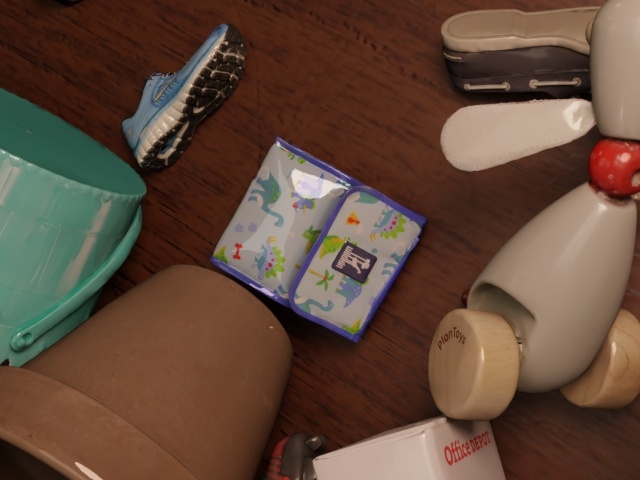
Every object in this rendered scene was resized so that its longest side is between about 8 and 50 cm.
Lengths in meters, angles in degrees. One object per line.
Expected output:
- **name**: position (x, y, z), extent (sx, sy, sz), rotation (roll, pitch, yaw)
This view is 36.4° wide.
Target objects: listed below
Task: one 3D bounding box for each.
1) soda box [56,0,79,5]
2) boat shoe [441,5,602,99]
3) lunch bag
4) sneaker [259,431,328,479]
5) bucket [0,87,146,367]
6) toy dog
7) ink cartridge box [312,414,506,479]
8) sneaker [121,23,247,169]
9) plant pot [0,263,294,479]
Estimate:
- **soda box**: position (-0.272, -0.335, 1.006), extent (0.060, 0.053, 0.169), rotation (-18, 81, 20)
- **boat shoe**: position (0.204, -0.151, 0.809), extent (0.206, 0.075, 0.065), rotation (6, 132, 17)
- **lunch bag**: position (0.000, 0.000, 0.857), extent (0.151, 0.096, 0.129), rotation (31, 96, 7)
- **sneaker**: position (-0.058, 0.301, 0.853), extent (0.135, 0.097, 0.276), rotation (7, 87, 26)
- **bucket**: position (-0.305, -0.025, 0.888), extent (0.281, 0.281, 0.183), rotation (35, 100, 20)
- **toy dog**: position (0.181, -0.019, 0.742), extent (0.334, 0.220, 0.161), rotation (-58, 30, 10)
- **ink cartridge box**: position (0.095, 0.260, 0.753), extent (0.100, 0.172, 0.237), rotation (-18, 80, 21)
- **sneaker**: position (-0.139, -0.148, 0.936), extent (0.162, 0.063, 0.073), rotation (-48, 68, 12)
- **plant pot**: position (-0.143, 0.147, 0.814), extent (0.263, 0.263, 0.229), rotation (18, 52, 22)
